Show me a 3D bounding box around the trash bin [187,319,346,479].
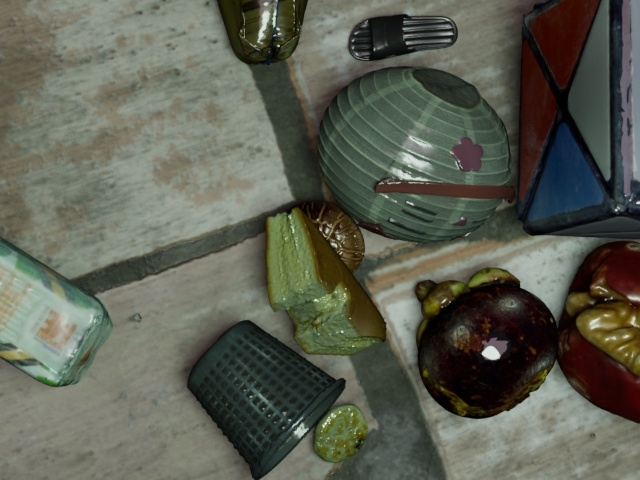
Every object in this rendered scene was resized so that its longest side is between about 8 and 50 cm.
[{"bbox_3d":[-0.080,0.193,1.435,0.161,0.175,0.175,42,81,9],"label":"trash bin"}]

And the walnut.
[{"bbox_3d":[0.441,0.136,1.450,0.269,0.244,0.222,25,93,-5],"label":"walnut"}]

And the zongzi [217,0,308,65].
[{"bbox_3d":[-0.013,-0.392,1.527,0.289,0.123,0.260,-18,91,-12],"label":"zongzi"}]

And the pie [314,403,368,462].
[{"bbox_3d":[0.026,0.260,1.493,0.085,0.017,0.085,-7,104,-28],"label":"pie"}]

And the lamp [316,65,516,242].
[{"bbox_3d":[0.124,-0.105,1.459,0.265,0.233,0.233,4,83,-25],"label":"lamp"}]

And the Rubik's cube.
[{"bbox_3d":[0.434,-0.159,1.368,0.310,0.305,0.307,4,85,-12],"label":"Rubik's cube"}]

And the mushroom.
[{"bbox_3d":[-0.002,0.005,1.493,0.126,0.085,0.109,-13,127,26],"label":"mushroom"}]

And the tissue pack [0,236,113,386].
[{"bbox_3d":[-0.415,0.058,1.374,0.310,0.228,0.128,32,80,-2],"label":"tissue pack"}]

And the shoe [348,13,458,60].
[{"bbox_3d":[0.119,-0.290,1.562,0.159,0.053,0.062,-7,88,-10],"label":"shoe"}]

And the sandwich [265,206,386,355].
[{"bbox_3d":[0.001,0.076,1.433,0.090,0.088,0.244,-18,119,30],"label":"sandwich"}]

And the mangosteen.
[{"bbox_3d":[0.202,0.124,1.469,0.192,0.192,0.217,-36,65,-9],"label":"mangosteen"}]
